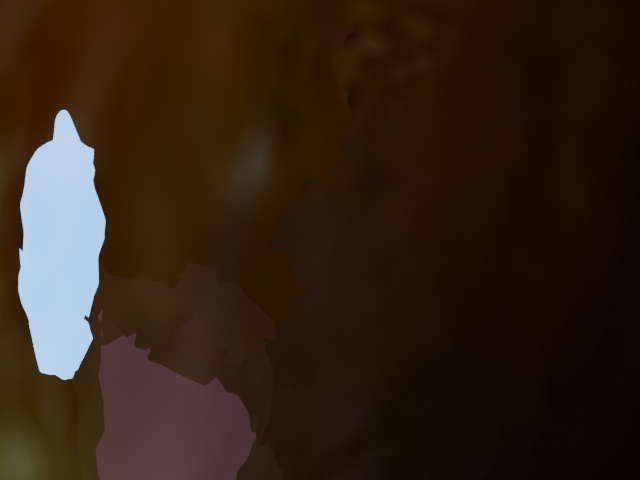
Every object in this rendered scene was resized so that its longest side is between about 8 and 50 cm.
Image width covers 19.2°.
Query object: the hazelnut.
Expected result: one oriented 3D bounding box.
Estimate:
[{"bbox_3d":[0.000,0.000,0.559,0.315,0.372,0.372,13,127,0],"label":"hazelnut"}]
